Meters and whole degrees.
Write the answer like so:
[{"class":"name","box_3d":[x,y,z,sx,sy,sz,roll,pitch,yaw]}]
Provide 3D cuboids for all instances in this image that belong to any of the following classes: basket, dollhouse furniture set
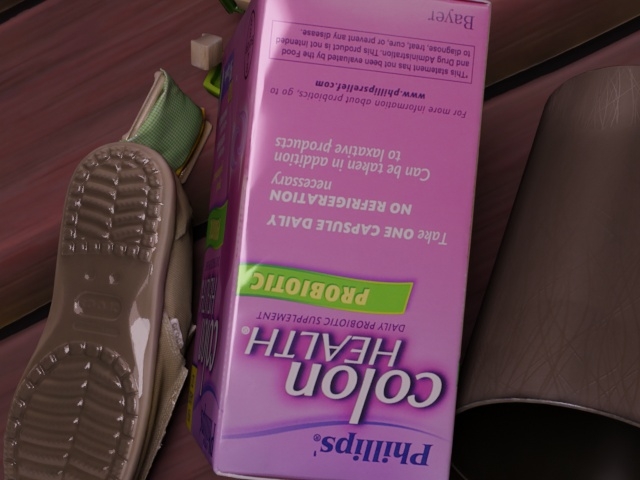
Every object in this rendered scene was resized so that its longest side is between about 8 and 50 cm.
[{"class":"basket","box_3d":[0.167,0.029,0.731,0.154,0.204,0.226,1,61,27]},{"class":"dollhouse furniture set","box_3d":[-0.069,-0.106,0.907,0.059,0.076,0.151,20,76,24]}]

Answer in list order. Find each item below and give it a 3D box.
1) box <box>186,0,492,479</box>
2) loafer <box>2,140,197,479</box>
[{"class":"box","box_3d":[0.000,0.000,0.724,0.117,0.213,0.243,5,87,-9]},{"class":"loafer","box_3d":[-0.129,0.073,0.853,0.102,0.092,0.268,14,91,23]}]
